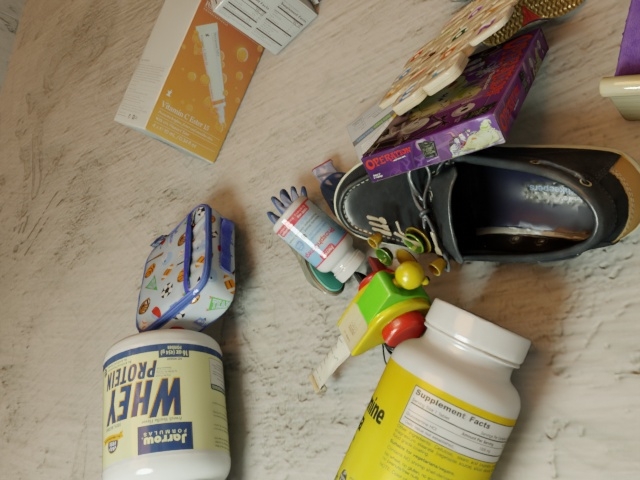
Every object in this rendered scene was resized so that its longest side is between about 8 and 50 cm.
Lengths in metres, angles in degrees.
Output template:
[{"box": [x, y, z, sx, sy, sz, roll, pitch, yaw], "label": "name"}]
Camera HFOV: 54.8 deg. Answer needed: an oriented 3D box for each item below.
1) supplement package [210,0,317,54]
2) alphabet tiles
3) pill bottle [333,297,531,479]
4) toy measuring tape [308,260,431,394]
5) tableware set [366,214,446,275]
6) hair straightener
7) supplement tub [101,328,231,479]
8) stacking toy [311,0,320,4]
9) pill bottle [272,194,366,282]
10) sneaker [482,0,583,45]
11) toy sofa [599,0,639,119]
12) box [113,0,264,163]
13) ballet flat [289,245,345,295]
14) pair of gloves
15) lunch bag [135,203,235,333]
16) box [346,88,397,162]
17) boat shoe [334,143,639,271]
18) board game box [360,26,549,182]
[{"box": [-0.152, -0.615, 1.465, 0.145, 0.204, 0.261, -36, 53, 28], "label": "supplement package"}, {"box": [0.212, -0.312, 0.984, 0.278, 0.021, 0.284, -26, 27, 52], "label": "alphabet tiles"}, {"box": [0.155, 0.258, 0.854, 0.188, 0.188, 0.333, 25, 90, 44], "label": "pill bottle"}, {"box": [0.088, 0.145, 0.990, 0.330, 0.122, 0.121, -61, 40, 41], "label": "toy measuring tape"}, {"box": [0.128, 0.017, 0.947, 0.024, 0.104, 0.154, -41, 34, -23], "label": "tableware set"}, {"box": [0.114, 0.138, 1.047, 0.089, 0.047, 0.230, -45, 54, 23], "label": "hair straightener"}, {"box": [-0.295, 0.358, 1.181, 0.236, 0.236, 0.324, -29, 56, 30], "label": "supplement tub"}, {"box": [0.053, -0.658, 1.412, 0.167, 0.052, 0.221, -5, 68, 39], "label": "stacking toy"}, {"box": [0.000, 0.000, 1.102, 0.160, 0.087, 0.087, 40, 105, 0], "label": "pill bottle"}, {"box": [0.343, -0.388, 1.028, 0.186, 0.069, 0.084, -22, 20, 12], "label": "sneaker"}, {"box": [0.485, -0.353, 0.812, 0.150, 0.177, 0.362, 9, 80, 43], "label": "toy sofa"}, {"box": [-0.316, -0.397, 1.517, 0.168, 0.215, 0.345, 23, 89, 44], "label": "box"}, {"box": [-0.013, 0.040, 1.187, 0.213, 0.072, 0.068, 63, 143, 38], "label": "ballet flat"}, {"box": [-0.005, -0.076, 1.200, 0.198, 0.023, 0.159, -31, 52, 0], "label": "pair of gloves"}, {"box": [-0.283, 0.064, 1.334, 0.243, 0.115, 0.303, -40, 35, 22], "label": "lunch bag"}, {"box": [0.136, -0.184, 1.153, 0.145, 0.038, 0.186, -36, 54, 26], "label": "box"}, {"box": [0.206, -0.056, 0.924, 0.501, 0.156, 0.186, 4, 113, 41], "label": "boat shoe"}, {"box": [0.216, -0.215, 0.947, 0.208, 0.056, 0.346, -10, 28, 35], "label": "board game box"}]
